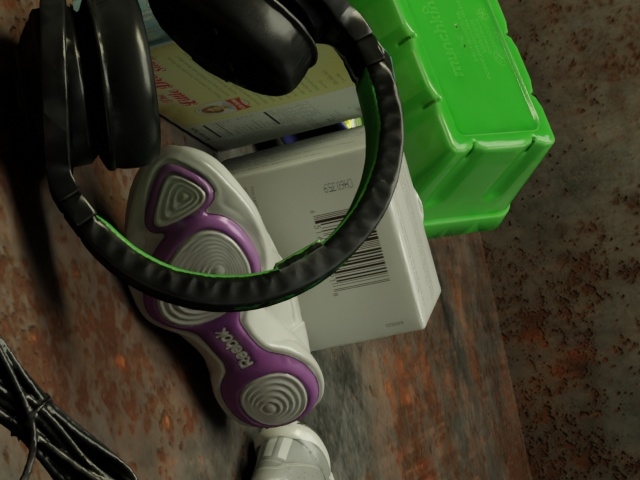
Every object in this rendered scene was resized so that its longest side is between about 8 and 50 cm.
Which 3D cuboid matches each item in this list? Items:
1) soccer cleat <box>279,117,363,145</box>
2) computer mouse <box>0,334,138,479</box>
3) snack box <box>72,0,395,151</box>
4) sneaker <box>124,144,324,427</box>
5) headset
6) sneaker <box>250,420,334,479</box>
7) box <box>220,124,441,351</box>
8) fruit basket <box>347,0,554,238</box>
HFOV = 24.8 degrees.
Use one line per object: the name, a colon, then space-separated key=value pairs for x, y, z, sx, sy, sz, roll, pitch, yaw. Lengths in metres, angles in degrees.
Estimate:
soccer cleat: x=-0.031 y=-0.188 z=1.542 sx=0.289 sy=0.093 sz=0.121 roll=64 pitch=20 yaw=-16
computer mouse: x=-0.187 y=0.132 z=0.683 sx=0.184 sy=0.060 sz=0.262 roll=49 pitch=37 yaw=-10
snack box: x=-0.059 y=-0.156 z=1.257 sx=0.322 sy=0.187 sz=0.060 roll=30 pitch=49 yaw=-72
sneaker: x=-0.090 y=0.025 z=1.200 sx=0.152 sy=0.114 sz=0.305 roll=-108 pitch=178 yaw=-45
headset: x=-0.108 y=-0.135 z=1.029 sx=0.394 sy=0.243 sz=0.185 roll=60 pitch=-12 yaw=3
sneaker: x=-0.010 y=0.286 z=1.306 sx=0.228 sy=0.086 sz=0.132 roll=61 pitch=23 yaw=-19
box: x=0.000 y=0.000 z=1.365 sx=0.119 sy=0.182 sz=0.181 roll=-51 pitch=127 yaw=-70
fruit basket: x=0.078 y=-0.161 z=1.781 sx=0.283 sy=0.392 sz=0.392 roll=-7 pitch=83 yaw=-38
